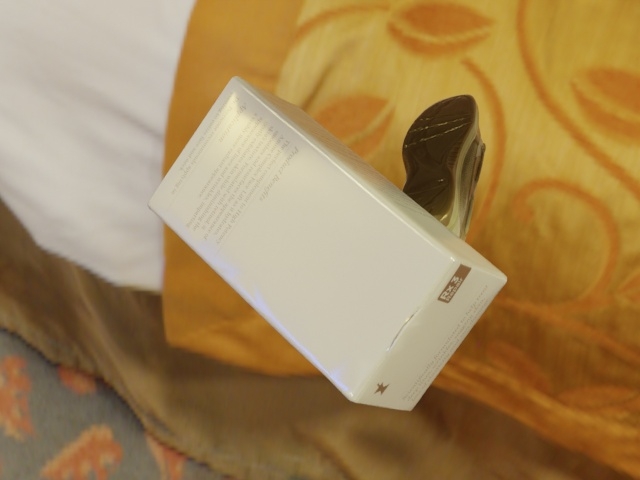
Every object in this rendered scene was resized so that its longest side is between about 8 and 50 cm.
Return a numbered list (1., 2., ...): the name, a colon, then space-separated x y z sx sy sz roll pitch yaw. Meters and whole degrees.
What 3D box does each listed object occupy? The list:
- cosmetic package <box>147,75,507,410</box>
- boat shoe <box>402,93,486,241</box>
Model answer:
1. cosmetic package: 0.000 0.000 1.028 0.231 0.085 0.117 42 103 31
2. boat shoe: 0.091 -0.046 1.104 0.056 0.048 0.153 -14 38 21
